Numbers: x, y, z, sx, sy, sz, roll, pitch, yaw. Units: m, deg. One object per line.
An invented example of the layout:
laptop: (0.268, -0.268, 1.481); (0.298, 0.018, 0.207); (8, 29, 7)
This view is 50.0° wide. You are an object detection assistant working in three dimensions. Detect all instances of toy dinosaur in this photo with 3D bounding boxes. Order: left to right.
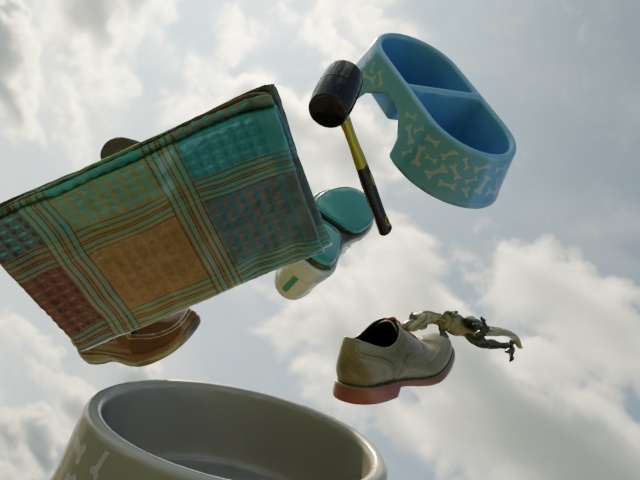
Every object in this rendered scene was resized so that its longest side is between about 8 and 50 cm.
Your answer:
toy dinosaur: (0.282, 0.164, 1.216); (0.268, 0.064, 0.118); (16, -1, -19)

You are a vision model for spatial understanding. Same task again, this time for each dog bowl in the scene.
dog bowl: (-0.091, 0.235, 0.694); (0.349, 0.349, 0.102); (15, -88, 39)
dog bowl: (0.147, -0.172, 0.913); (0.074, 0.166, 0.297); (-61, -137, 38)

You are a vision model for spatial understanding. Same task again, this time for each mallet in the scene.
mallet: (0.039, -0.084, 0.656); (0.039, 0.062, 0.189); (-2, -39, 25)

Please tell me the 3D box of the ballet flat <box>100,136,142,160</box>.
ballet flat: (-0.208, -0.093, 1.023); (0.250, 0.084, 0.058); (16, -18, 8)

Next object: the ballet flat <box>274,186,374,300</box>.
ballet flat: (0.000, 0.000, 1.361); (0.139, 0.400, 0.139); (6, -68, 15)

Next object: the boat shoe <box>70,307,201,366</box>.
boat shoe: (-0.372, 0.164, 1.309); (0.324, 0.123, 0.116); (-13, -59, 30)

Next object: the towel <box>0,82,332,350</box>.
towel: (-0.182, -0.008, 0.838); (0.271, 0.370, 0.040); (69, -4, -46)

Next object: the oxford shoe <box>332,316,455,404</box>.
oxford shoe: (0.157, 0.206, 1.296); (0.123, 0.348, 0.130); (7, -81, 36)
